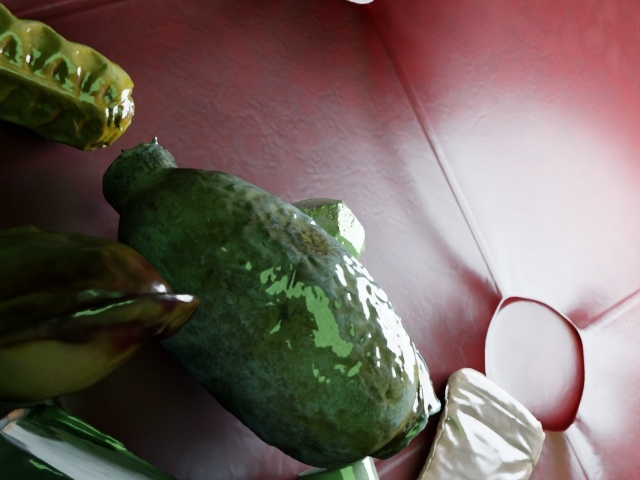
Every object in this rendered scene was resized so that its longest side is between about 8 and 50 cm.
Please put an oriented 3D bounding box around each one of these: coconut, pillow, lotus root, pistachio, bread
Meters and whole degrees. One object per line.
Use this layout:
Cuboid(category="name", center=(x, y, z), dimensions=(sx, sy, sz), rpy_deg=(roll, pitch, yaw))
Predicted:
Cuboid(category="coconut", center=(0.000, 0.000, 1.038), dimensions=(0.082, 0.081, 0.083), rpy_deg=(-2, 57, 5))
Cuboid(category="pillow", center=(0.148, 0.232, 1.091), dimensions=(0.135, 0.034, 0.211), rpy_deg=(38, 57, -14))
Cuboid(category="lotus root", center=(-0.051, 0.058, 0.929), dimensions=(0.349, 0.175, 0.175), rpy_deg=(42, 57, -4))
Cuboid(category="pistachio", center=(-0.194, 0.052, 0.835), dimensions=(0.210, 0.165, 0.131), rpy_deg=(-4, 96, 8))
Cuboid(category="bread", center=(-0.314, -0.166, 0.879), dimensions=(0.367, 0.077, 0.084), rpy_deg=(23, 74, -25))

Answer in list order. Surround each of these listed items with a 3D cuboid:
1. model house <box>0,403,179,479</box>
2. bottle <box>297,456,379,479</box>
Cuboid(category="model house", center=(-0.199, 0.270, 0.735), dimensions=(0.190, 0.271, 0.301), rpy_deg=(36, 83, -3))
Cuboid(category="bottle", center=(0.041, 0.292, 0.978), dimensions=(0.072, 0.072, 0.201), rpy_deg=(-13, 83, -35))
